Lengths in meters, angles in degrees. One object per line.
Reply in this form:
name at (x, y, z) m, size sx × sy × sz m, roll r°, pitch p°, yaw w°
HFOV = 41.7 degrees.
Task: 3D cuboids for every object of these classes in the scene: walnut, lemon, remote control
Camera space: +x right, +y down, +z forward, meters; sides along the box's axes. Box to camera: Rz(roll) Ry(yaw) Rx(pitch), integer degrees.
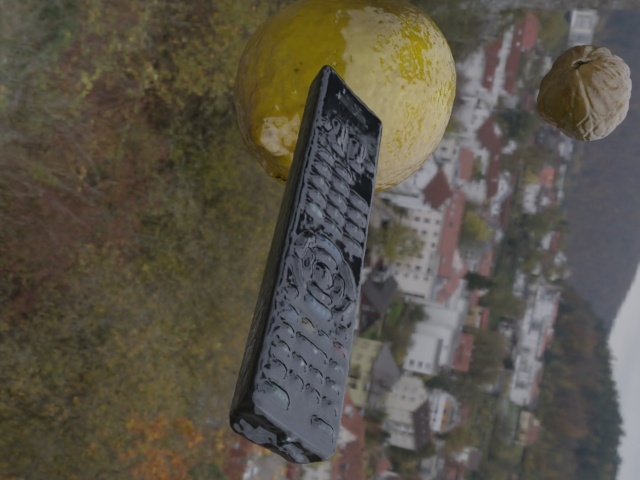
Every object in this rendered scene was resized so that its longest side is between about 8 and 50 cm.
walnut at (0.292, -0.160, 0.928) m, size 0.124 × 0.105 × 0.105 m, roll 57°, pitch 46°, yaw -65°
lemon at (0.024, -0.132, 0.754) m, size 0.257 × 0.188 × 0.188 m, roll -30°, pitch 130°, yaw -49°
remote control at (0.000, 0.000, 0.457) m, size 0.063 × 0.025 × 0.245 m, roll 39°, pitch 43°, yaw -28°
